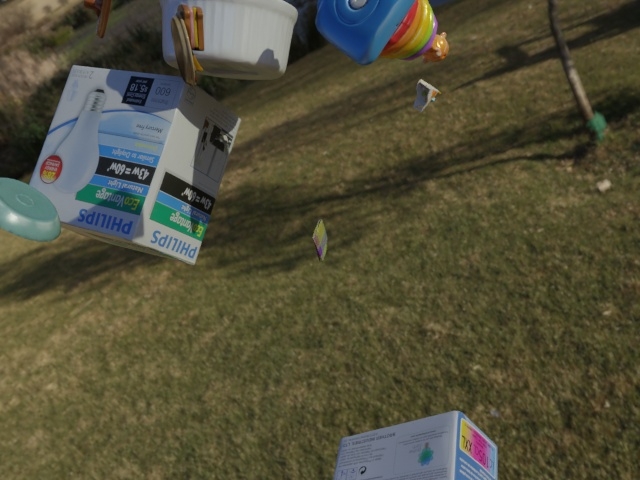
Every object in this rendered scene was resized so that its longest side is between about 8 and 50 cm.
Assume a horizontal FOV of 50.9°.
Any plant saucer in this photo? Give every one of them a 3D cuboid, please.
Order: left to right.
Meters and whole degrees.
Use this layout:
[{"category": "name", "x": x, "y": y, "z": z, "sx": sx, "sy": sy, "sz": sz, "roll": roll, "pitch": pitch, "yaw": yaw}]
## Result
[{"category": "plant saucer", "x": -0.387, "y": -0.046, "z": 0.869, "sx": 0.021, "sy": 0.119, "sz": 0.119, "roll": -50, "pitch": 22, "yaw": 15}]

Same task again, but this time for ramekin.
[{"category": "ramekin", "x": -0.189, "y": -0.412, "z": 1.364, "sx": 0.277, "sy": 0.135, "sz": 0.277, "roll": 5, "pitch": 6, "yaw": 0}]

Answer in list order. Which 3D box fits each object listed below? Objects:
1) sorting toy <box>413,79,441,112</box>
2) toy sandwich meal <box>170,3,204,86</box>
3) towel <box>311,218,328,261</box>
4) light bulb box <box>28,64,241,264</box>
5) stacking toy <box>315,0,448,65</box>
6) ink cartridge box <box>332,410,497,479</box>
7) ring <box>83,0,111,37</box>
[{"category": "sorting toy", "x": 0.282, "y": -0.385, "z": 1.821, "sx": 0.075, "sy": 0.045, "sz": 0.083, "roll": -58, "pitch": 28, "yaw": 18}, {"category": "toy sandwich meal", "x": -0.136, "y": -0.205, "z": 0.706, "sx": 0.029, "sy": 0.085, "sz": 0.085, "roll": -14, "pitch": 21, "yaw": -16}, {"category": "towel", "x": 0.000, "y": 0.000, "z": 1.447, "sx": 0.009, "sy": 0.083, "sz": 0.060, "roll": 4, "pitch": 52, "yaw": 19}, {"category": "light bulb box", "x": -0.423, "y": -0.170, "z": 1.515, "sx": 0.358, "sy": 0.225, "sz": 0.360, "roll": 12, "pitch": 81, "yaw": 28}, {"category": "stacking toy", "x": 0.150, "y": -0.385, "z": 1.205, "sx": 0.165, "sy": 0.302, "sz": 0.175, "roll": 48, "pitch": 114, "yaw": 30}, {"category": "ink cartridge box", "x": 0.138, "y": 0.507, "z": 1.090, "sx": 0.270, "sy": 0.151, "sz": 0.395, "roll": -26, "pitch": 33, "yaw": 36}, {"category": "ring", "x": -0.229, "y": -0.397, "z": 0.745, "sx": 0.337, "sy": 0.032, "sz": 0.336, "roll": -171, "pitch": 90, "yaw": -69}]
